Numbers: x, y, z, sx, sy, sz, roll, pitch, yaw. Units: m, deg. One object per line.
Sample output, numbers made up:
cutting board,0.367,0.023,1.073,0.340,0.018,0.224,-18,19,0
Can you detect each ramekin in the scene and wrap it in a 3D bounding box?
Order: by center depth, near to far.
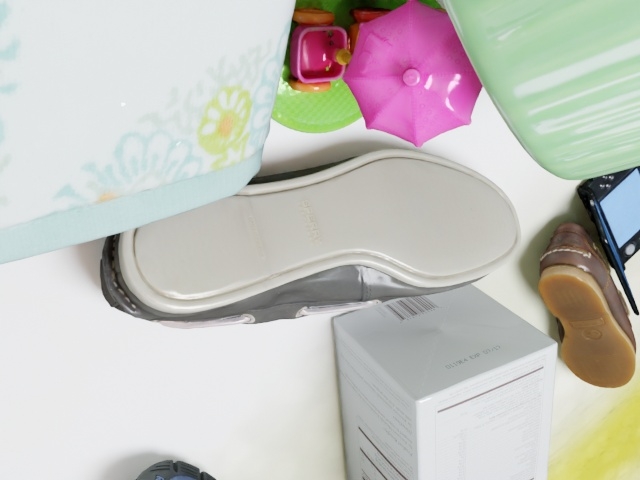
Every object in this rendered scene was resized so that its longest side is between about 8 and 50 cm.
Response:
ramekin,0.166,-0.183,0.444,0.148,0.303,0.303,-20,131,28

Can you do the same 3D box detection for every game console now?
game console,0.302,-0.010,0.732,0.107,0.071,0.122,-41,126,-6

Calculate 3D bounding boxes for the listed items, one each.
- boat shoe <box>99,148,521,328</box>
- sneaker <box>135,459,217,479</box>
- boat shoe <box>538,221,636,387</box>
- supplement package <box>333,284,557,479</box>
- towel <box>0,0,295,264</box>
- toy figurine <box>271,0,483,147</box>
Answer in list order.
boat shoe,0.000,0.000,0.572,0.335,0.095,0.112,-6,79,-30
sneaker,-0.082,0.294,0.658,0.129,0.111,0.297,-40,123,12
boat shoe,0.269,0.068,0.751,0.207,0.073,0.073,59,39,-40
supplement package,0.107,0.180,0.673,0.139,0.134,0.244,-16,119,-22
towel,-0.144,-0.126,0.312,0.374,0.090,0.320,-22,143,-41
toy figurine,0.057,-0.115,0.495,0.173,0.159,0.130,-8,116,-26
